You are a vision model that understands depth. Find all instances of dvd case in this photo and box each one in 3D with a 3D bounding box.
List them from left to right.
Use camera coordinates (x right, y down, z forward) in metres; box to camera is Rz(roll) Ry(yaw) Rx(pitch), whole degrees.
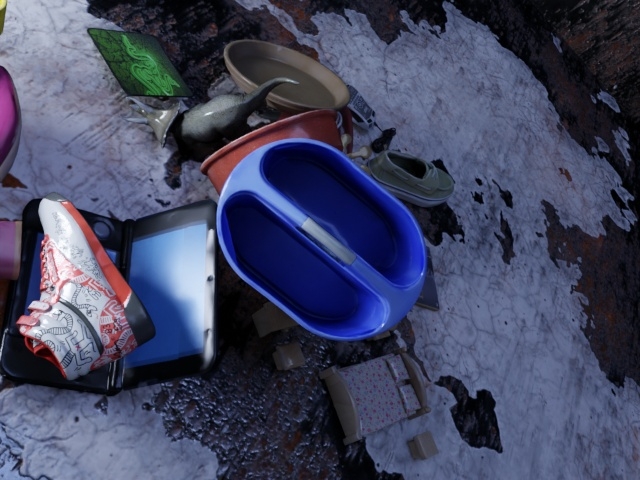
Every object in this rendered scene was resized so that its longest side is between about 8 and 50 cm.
[{"bbox_3d":[0.173,0.059,1.564,0.221,0.018,0.164,18,53,-33],"label":"dvd case"}]

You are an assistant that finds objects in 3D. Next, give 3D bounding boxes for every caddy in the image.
[{"bbox_3d":[0.000,0.000,1.083,0.341,0.179,0.241,39,85,-8],"label":"caddy"}]

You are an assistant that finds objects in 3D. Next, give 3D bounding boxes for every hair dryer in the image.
[{"bbox_3d":[-0.027,-0.260,1.574,0.293,0.080,0.224,49,59,1],"label":"hair dryer"}]

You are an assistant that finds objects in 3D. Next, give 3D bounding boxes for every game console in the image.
[{"bbox_3d":[-0.299,0.059,1.021,0.250,0.173,0.293,18,52,-33],"label":"game console"}]

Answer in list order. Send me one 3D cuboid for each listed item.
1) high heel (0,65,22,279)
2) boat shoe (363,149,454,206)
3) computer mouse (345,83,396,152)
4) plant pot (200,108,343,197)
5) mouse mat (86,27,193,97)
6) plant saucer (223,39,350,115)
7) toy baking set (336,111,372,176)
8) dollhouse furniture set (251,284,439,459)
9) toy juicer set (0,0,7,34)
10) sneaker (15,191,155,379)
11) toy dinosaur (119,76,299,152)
[{"bbox_3d":[-0.520,-0.112,0.981,0.181,0.127,0.377,3,55,-29],"label":"high heel"},{"bbox_3d":[0.233,-0.150,1.698,0.302,0.094,0.109,3,62,-41],"label":"boat shoe"},{"bbox_3d":[0.105,-0.303,1.726,0.193,0.042,0.106,46,47,-17],"label":"computer mouse"},{"bbox_3d":[-0.042,-0.061,1.285,0.272,0.272,0.265,-21,87,-47],"label":"plant pot"},{"bbox_3d":[-0.342,-0.338,1.336,0.153,0.007,0.189,-10,58,-46],"label":"mouse mat"},{"bbox_3d":[-0.071,-0.333,1.454,0.278,0.041,0.277,18,32,-12],"label":"plant saucer"},{"bbox_3d":[0.003,-0.188,1.511,0.197,0.030,0.256,-42,97,-25],"label":"toy baking set"},{"bbox_3d":[0.090,0.238,1.255,0.303,0.174,0.355,-7,68,-44],"label":"dollhouse furniture set"},{"bbox_3d":[-0.596,-0.277,0.994,0.209,0.089,0.328,13,50,-12],"label":"toy juicer set"},{"bbox_3d":[-0.354,0.059,0.945,0.145,0.090,0.270,-31,71,-26],"label":"sneaker"},{"bbox_3d":[-0.187,-0.221,1.287,0.160,0.314,0.120,-29,112,-70],"label":"toy dinosaur"}]
